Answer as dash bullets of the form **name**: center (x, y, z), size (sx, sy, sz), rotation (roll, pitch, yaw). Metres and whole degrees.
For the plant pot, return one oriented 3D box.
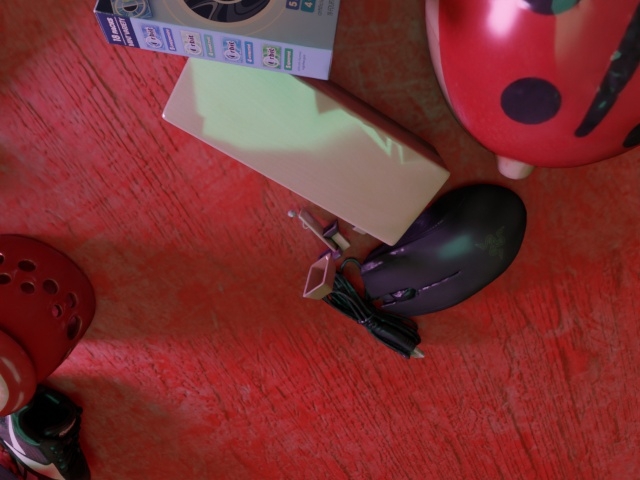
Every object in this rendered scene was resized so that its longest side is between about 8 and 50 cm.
- **plant pot**: center (-0.411, 0.116, 0.655), size (0.191, 0.174, 0.191), rotation (0, 124, 1)

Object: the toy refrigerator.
- **toy refrigerator**: center (-0.010, -0.113, 0.538), size (0.270, 0.094, 0.102), rotation (28, 116, -16)

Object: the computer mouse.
- **computer mouse**: center (0.138, 0.045, 0.639), size (0.188, 0.072, 0.272), rotation (39, 116, -18)

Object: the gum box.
- **gum box**: center (-0.072, -0.225, 0.436), size (0.185, 0.156, 0.041), rotation (9, 161, -2)

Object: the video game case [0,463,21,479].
- **video game case**: center (-0.543, 0.419, 0.864), size (0.196, 0.026, 0.274), rotation (34, 133, 6)

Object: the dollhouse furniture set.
- **dollhouse furniture set**: center (0.000, 0.000, 0.595), size (0.091, 0.114, 0.081), rotation (-36, 110, 25)

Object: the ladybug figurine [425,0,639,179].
- **ladybug figurine**: center (0.248, -0.240, 0.401), size (0.305, 0.162, 0.449), rotation (9, 122, -3)

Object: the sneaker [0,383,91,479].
- **sneaker**: center (-0.434, 0.324, 0.828), size (0.135, 0.097, 0.276), rotation (-12, 119, 13)
